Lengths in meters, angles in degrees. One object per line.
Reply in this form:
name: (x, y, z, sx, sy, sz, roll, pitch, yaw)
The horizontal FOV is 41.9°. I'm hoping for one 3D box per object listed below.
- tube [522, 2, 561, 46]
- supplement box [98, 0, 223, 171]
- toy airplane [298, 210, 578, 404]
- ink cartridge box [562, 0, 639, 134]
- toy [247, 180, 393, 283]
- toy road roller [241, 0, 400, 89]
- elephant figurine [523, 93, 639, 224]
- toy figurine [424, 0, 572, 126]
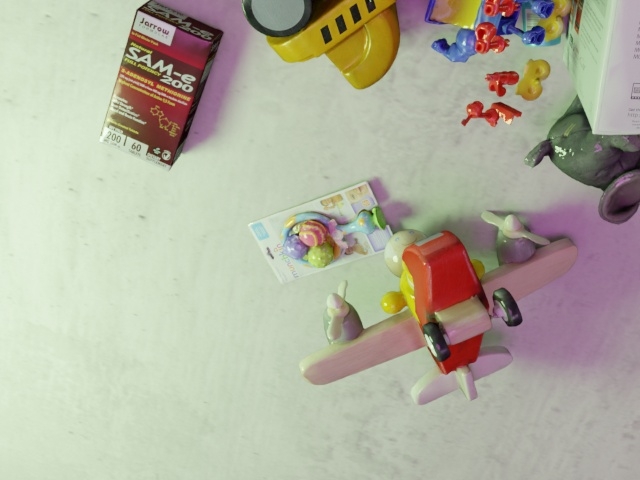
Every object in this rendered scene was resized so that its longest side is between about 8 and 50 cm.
tube: (0.317, -0.384, 1.197, 0.080, 0.052, 0.207, -2, 113, 9)
supplement box: (-0.259, -0.246, 1.350, 0.130, 0.073, 0.239, 23, 119, -3)
toy airplane: (0.196, 0.107, 1.388, 0.386, 0.272, 0.384, 1, 141, -42)
ink cartridge box: (0.407, -0.314, 1.068, 0.130, 0.309, 0.272, 3, 120, 7)
toy: (0.000, 0.000, 1.454, 0.237, 0.056, 0.137, -20, 113, 19)
toy road roller: (0.060, -0.369, 1.168, 0.329, 0.203, 0.240, -31, 125, 23)
elephant figurine: (0.460, -0.110, 1.275, 0.186, 0.169, 0.239, -1, 140, 42)
toy figurine: (0.210, -0.360, 1.151, 0.217, 0.191, 0.363, 35, 129, 34)
